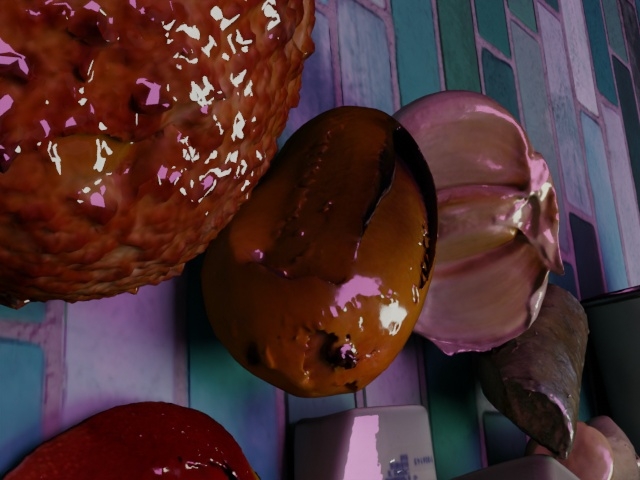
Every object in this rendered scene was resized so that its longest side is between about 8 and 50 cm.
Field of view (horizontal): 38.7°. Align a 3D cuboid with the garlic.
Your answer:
[{"bbox_3d":[0.113,-0.024,0.821,0.143,0.177,0.230,-97,178,-71],"label":"garlic"}]

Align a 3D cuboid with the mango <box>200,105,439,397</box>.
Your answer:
[{"bbox_3d":[0.000,0.000,0.647,0.155,0.151,0.249,12,48,-6],"label":"mango"}]

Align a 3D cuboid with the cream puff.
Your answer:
[{"bbox_3d":[-0.121,-0.142,0.436,0.350,0.228,0.350,58,17,-29],"label":"cream puff"}]

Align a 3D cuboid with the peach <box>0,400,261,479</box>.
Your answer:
[{"bbox_3d":[-0.096,0.186,0.504,0.279,0.068,0.189,-8,80,-54],"label":"peach"}]

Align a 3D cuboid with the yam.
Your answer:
[{"bbox_3d":[0.200,0.123,0.859,0.106,0.106,0.259,67,25,-8],"label":"yam"}]

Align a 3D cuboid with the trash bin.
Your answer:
[{"bbox_3d":[0.460,0.175,1.122,0.277,0.217,0.263,76,1,-84],"label":"trash bin"}]

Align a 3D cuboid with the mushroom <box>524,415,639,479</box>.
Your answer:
[{"bbox_3d":[0.282,0.239,0.942,0.247,0.096,0.108,19,88,-59],"label":"mushroom"}]

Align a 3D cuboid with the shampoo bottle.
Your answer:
[{"bbox_3d":[0.046,0.300,0.636,0.134,0.078,0.360,9,69,-48],"label":"shampoo bottle"}]

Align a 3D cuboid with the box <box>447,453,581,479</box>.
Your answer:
[{"bbox_3d":[0.194,0.286,0.784,0.210,0.148,0.129,42,36,-35],"label":"box"}]
